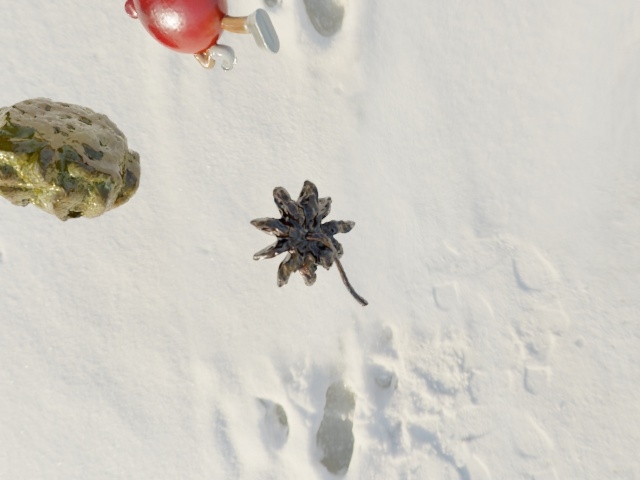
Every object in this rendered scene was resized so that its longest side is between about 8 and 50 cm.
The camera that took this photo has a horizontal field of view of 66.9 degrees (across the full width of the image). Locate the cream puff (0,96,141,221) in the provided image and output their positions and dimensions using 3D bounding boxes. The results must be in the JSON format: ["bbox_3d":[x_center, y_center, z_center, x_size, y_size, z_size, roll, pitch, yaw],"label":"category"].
[{"bbox_3d":[-0.439,-0.137,0.827,0.196,0.244,0.244,-32,89,21],"label":"cream puff"}]

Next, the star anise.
[{"bbox_3d":[0.001,0.001,0.780,0.234,0.073,0.177,17,84,-31],"label":"star anise"}]

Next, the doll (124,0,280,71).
[{"bbox_3d":[-0.167,-0.315,0.654,0.217,0.085,0.183,1,128,29],"label":"doll"}]
